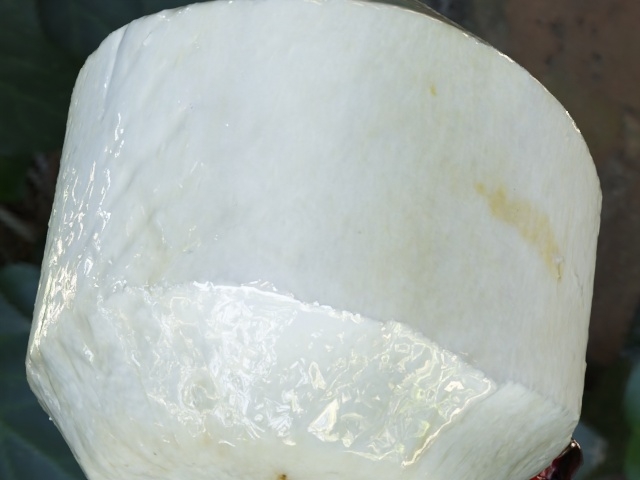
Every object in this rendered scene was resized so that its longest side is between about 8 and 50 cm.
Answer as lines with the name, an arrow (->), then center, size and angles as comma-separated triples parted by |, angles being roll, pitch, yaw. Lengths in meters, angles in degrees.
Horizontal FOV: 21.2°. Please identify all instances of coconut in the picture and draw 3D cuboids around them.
coconut -> 0.000, 0.000, 0.625 | 0.202, 0.202, 0.222 | -20, 51, 40

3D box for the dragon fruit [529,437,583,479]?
dragon fruit -> 0.046, 0.073, 0.836 | 0.122, 0.092, 0.192 | -26, 85, 3
